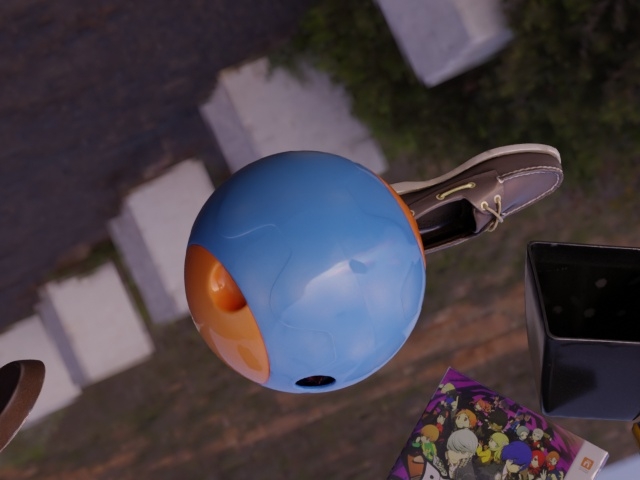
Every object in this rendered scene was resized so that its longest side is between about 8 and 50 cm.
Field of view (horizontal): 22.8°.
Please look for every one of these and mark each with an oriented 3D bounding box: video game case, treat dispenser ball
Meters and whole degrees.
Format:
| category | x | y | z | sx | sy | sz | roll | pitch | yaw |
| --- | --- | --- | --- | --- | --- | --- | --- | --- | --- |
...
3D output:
| category | x | y | z | sx | sy | sz | roll | pitch | yaw |
| --- | --- | --- | --- | --- | --- | --- | --- | --- | --- |
| video game case | 0.213 | 0.305 | 2.000 | 0.210 | 0.232 | 0.042 | -59 | 164 | -7 |
| treat dispenser ball | -0.019 | 0.037 | 1.873 | 0.288 | 0.288 | 0.288 | -24 | 177 | -1 |

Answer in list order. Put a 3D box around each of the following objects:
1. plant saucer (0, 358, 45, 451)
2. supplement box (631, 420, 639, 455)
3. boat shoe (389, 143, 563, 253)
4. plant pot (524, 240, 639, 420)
| category | x | y | z | sx | sy | sz | roll | pitch | yaw |
| --- | --- | --- | --- | --- | --- | --- | --- | --- | --- |
| plant saucer | -0.419 | 0.218 | 2.042 | 0.168 | 0.029 | 0.168 | -38 | -152 | 24 |
| supplement box | 0.563 | 0.387 | 2.034 | 0.195 | 0.356 | 0.194 | -21 | 133 | 3 |
| boat shoe | 0.206 | -0.048 | 2.279 | 0.324 | 0.097 | 0.117 | -16 | 136 | -7 |
| plant pot | 0.352 | 0.128 | 2.025 | 0.187 | 0.167 | 0.188 | 3 | -142 | -6 |
